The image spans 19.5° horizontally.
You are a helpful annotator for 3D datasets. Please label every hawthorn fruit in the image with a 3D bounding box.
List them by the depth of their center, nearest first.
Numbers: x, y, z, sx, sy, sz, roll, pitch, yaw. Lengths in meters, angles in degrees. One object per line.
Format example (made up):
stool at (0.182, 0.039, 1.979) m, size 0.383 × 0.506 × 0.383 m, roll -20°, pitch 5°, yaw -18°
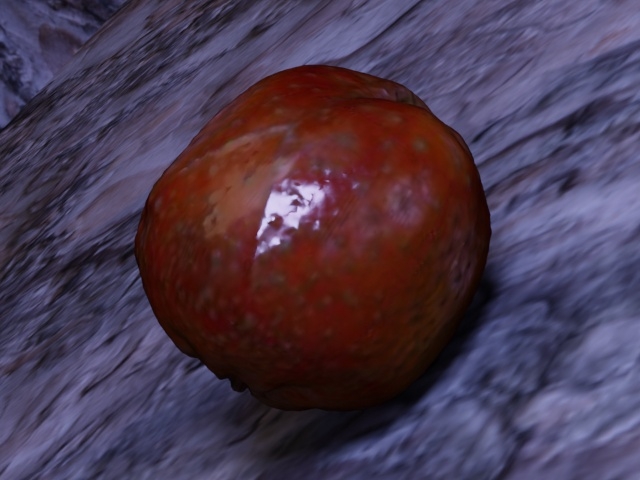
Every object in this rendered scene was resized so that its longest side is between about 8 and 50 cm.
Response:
hawthorn fruit at (0.000, 0.000, 0.616) m, size 0.128 × 0.128 × 0.128 m, roll -39°, pitch 15°, yaw 12°
